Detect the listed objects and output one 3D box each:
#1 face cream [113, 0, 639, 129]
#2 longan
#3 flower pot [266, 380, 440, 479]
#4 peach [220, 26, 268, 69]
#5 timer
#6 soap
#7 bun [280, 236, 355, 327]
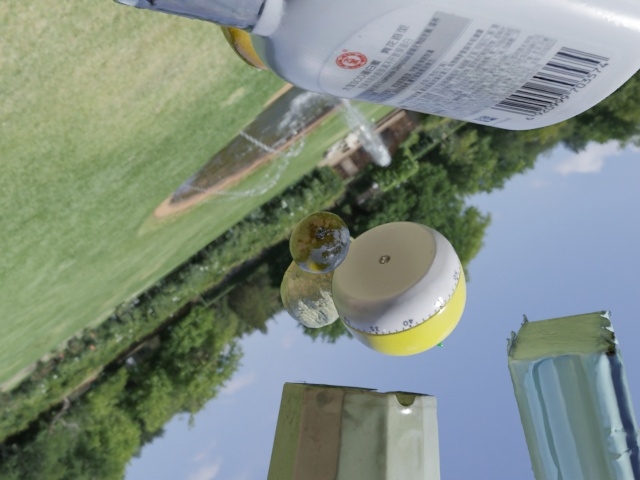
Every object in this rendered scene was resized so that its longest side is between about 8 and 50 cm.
[{"bbox_3d":[0.038,-0.123,0.385,0.291,0.071,0.144,4,160,-23],"label":"face cream"},{"bbox_3d":[0.000,0.000,0.817,0.075,0.075,0.083,-37,164,-18],"label":"longan"},{"bbox_3d":[0.041,0.302,0.831,0.290,0.259,0.290,6,169,1],"label":"flower pot"},{"bbox_3d":[-0.139,-0.457,1.392,0.153,0.251,0.251,-38,-178,14],"label":"peach"},{"bbox_3d":[0.172,0.126,1.422,0.285,0.285,0.285,-36,-177,2],"label":"timer"},{"bbox_3d":[0.237,0.195,0.621,0.094,0.262,0.150,-14,-177,20],"label":"soap"},{"bbox_3d":[0.000,0.083,1.649,0.244,0.153,0.244,-46,-151,35],"label":"bun"}]
